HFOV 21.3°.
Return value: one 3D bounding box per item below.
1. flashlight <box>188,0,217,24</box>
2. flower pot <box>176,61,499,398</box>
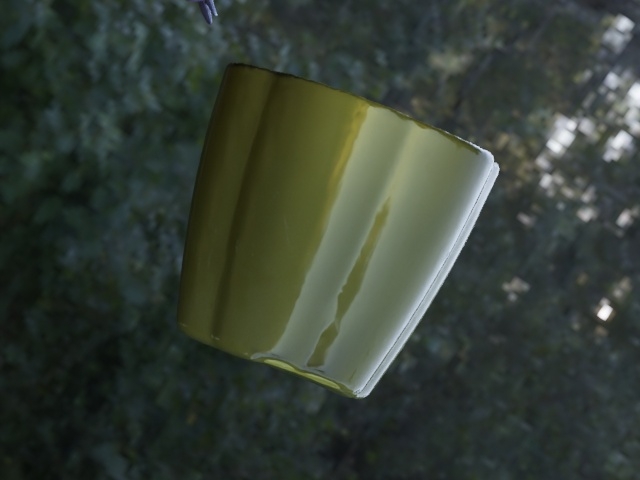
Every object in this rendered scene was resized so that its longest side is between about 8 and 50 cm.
[{"bbox_3d":[-0.059,-0.143,0.696,0.031,0.110,0.052,-20,-177,-6],"label":"flashlight"},{"bbox_3d":[0.000,0.000,1.111,0.195,0.195,0.179,-172,-78,-81],"label":"flower pot"}]
